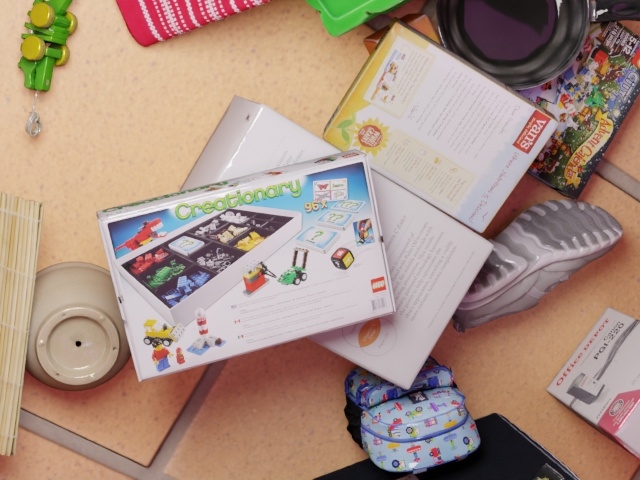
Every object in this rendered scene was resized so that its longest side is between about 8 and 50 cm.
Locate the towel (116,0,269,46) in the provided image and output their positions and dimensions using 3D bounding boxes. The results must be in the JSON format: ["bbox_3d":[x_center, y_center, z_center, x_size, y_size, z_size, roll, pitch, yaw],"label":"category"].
[{"bbox_3d":[-0.148,-0.344,1.256,0.031,0.275,0.198,-44,116,-51],"label":"towel"}]

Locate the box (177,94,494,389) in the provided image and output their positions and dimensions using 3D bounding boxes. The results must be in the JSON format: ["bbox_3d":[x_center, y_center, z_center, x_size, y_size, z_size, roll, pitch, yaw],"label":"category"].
[{"bbox_3d":[0.000,0.000,1.381,0.345,0.168,0.215,30,92,-19],"label":"box"}]

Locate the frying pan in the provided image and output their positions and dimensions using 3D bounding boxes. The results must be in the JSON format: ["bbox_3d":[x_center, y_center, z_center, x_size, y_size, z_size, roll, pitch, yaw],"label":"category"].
[{"bbox_3d":[0.301,-0.314,1.408,0.326,0.053,0.197,-23,94,-3],"label":"frying pan"}]

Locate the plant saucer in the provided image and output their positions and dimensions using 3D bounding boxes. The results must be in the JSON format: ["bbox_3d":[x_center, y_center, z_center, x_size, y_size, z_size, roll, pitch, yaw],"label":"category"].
[{"bbox_3d":[0.242,-0.312,1.440,0.192,0.018,0.067,33,91,-2],"label":"plant saucer"}]

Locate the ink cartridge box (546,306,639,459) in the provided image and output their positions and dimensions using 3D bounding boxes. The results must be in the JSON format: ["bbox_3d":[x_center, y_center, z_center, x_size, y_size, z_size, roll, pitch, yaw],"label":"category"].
[{"bbox_3d":[0.423,0.194,1.508,0.092,0.218,0.158,37,89,-13],"label":"ink cartridge box"}]

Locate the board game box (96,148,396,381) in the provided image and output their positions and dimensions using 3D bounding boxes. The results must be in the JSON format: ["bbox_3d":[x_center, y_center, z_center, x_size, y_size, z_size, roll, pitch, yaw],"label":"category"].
[{"bbox_3d":[-0.079,0.026,1.249,0.305,0.053,0.193,-14,106,-11],"label":"board game box"}]

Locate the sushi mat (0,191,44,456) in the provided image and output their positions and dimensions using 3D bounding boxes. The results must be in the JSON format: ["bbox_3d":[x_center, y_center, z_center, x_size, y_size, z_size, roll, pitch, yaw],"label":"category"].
[{"bbox_3d":[-0.409,0.093,1.325,0.151,0.019,0.316,12,99,23],"label":"sushi mat"}]

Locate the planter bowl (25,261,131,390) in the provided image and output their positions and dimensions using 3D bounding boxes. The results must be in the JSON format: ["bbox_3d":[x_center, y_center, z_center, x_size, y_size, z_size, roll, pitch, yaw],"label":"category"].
[{"bbox_3d":[-0.298,0.114,1.354,0.162,0.109,0.162,-3,101,-15],"label":"planter bowl"}]

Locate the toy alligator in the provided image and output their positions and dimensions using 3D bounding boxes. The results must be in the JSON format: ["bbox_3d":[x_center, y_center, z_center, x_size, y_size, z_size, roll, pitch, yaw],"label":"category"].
[{"bbox_3d":[-0.335,-0.220,1.312,0.051,0.056,0.189,20,98,24],"label":"toy alligator"}]

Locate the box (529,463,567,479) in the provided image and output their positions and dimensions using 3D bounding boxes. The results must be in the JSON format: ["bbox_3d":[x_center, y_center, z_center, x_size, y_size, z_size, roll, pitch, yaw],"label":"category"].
[{"bbox_3d":[0.251,0.397,1.285,0.175,0.051,0.220,44,86,-17],"label":"box"}]

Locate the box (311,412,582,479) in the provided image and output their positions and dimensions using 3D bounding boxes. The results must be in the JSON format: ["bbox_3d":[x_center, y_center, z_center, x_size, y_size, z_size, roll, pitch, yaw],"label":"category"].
[{"bbox_3d":[0.132,0.556,1.464,0.480,0.297,0.471,-19,107,-11],"label":"box"}]

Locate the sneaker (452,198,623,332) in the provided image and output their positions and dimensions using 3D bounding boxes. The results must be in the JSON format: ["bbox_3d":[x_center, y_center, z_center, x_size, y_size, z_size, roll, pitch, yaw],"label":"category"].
[{"bbox_3d":[0.284,0.034,1.521,0.281,0.105,0.115,-22,139,-14],"label":"sneaker"}]

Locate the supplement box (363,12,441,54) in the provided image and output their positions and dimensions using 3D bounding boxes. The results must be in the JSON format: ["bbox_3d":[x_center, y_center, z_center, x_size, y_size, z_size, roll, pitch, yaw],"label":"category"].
[{"bbox_3d":[0.145,-0.173,1.436,0.078,0.080,0.233,-30,105,-7],"label":"supplement box"}]

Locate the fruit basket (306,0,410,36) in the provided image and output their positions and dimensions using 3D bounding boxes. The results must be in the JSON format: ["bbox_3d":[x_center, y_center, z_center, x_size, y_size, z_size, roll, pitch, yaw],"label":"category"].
[{"bbox_3d":[0.129,-0.453,1.280,0.392,0.392,0.283,-40,108,-5],"label":"fruit basket"}]

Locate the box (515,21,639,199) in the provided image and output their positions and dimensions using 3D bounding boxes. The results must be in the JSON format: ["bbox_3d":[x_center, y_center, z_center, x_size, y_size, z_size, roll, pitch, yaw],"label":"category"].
[{"bbox_3d":[0.336,-0.194,1.499,0.159,0.044,0.233,29,92,-17],"label":"box"}]

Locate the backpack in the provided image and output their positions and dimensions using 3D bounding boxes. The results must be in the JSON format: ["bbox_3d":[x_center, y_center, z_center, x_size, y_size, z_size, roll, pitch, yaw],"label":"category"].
[{"bbox_3d":[0.122,0.231,1.456,0.158,0.173,0.116,-13,104,-12],"label":"backpack"}]

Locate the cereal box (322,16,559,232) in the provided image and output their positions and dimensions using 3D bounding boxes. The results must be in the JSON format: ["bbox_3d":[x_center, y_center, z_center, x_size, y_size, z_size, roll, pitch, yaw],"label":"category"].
[{"bbox_3d":[0.147,-0.140,1.373,0.240,0.047,0.173,30,109,-10],"label":"cereal box"}]
